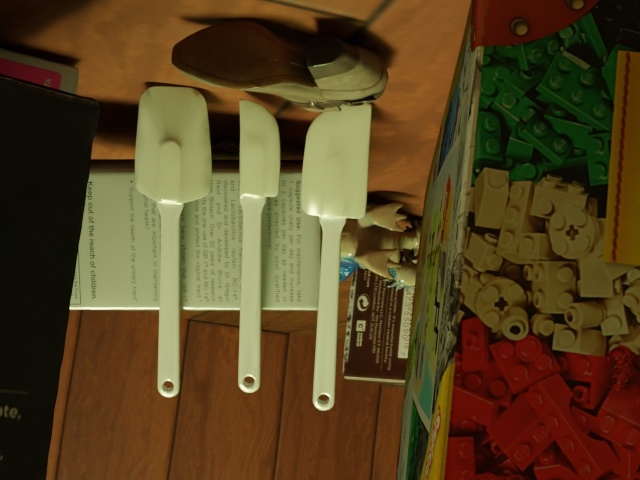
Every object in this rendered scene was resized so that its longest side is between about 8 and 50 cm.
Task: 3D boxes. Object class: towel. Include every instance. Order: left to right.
[{"bbox_3d":[-0.088,-0.073,0.925,0.083,0.009,0.060,-2,168,43],"label":"towel"}]

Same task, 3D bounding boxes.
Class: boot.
[{"bbox_3d":[-0.019,-0.098,0.649,0.119,0.042,0.087,4,172,15],"label":"boot"}]

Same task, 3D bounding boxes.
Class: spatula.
[{"bbox_3d":[-0.054,0.011,0.792,0.168,0.242,0.019,4,-160,0],"label":"spatula"}]

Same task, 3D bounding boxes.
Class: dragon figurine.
[{"bbox_3d":[0.000,0.000,1.061,0.289,0.085,0.144,6,170,-7],"label":"dragon figurine"}]

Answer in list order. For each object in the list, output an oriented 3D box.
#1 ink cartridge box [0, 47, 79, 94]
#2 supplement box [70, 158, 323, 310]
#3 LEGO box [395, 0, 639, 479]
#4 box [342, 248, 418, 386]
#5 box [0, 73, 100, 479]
[{"bbox_3d":[-0.341,-0.110,0.730,0.311,0.065,0.186,9,170,-27],"label":"ink cartridge box"},{"bbox_3d":[-0.106,-0.008,0.859,0.220,0.113,0.111,-1,-172,2],"label":"supplement box"},{"bbox_3d":[0.154,0.093,0.668,0.193,0.372,0.500,6,170,3],"label":"LEGO box"},{"bbox_3d":[0.159,0.094,1.251,0.167,0.168,0.203,-4,165,45],"label":"box"},{"bbox_3d":[-0.392,0.142,0.658,0.297,0.471,0.480,12,169,-36],"label":"box"}]
